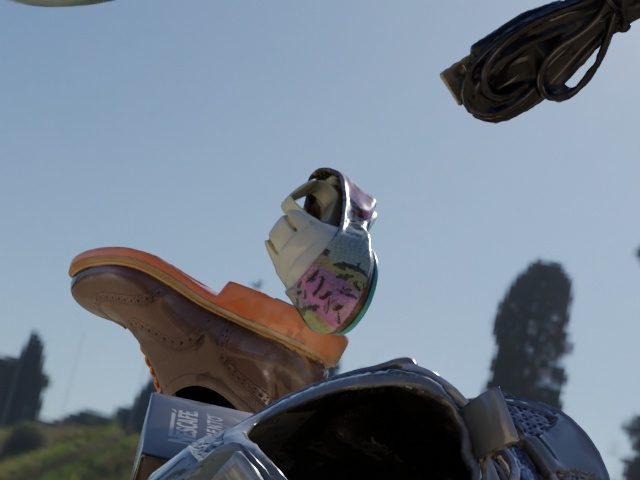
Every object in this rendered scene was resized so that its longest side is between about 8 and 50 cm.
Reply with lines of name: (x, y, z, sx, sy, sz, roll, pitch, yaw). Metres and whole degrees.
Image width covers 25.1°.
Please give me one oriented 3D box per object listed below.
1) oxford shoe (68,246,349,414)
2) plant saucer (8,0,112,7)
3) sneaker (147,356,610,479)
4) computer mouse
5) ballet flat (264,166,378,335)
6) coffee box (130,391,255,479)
oxford shoe: (-0.142, 0.097, 1.402, 0.363, 0.133, 0.130, 14, -13, 45)
plant saucer: (-0.162, -0.192, 0.981, 0.195, 0.037, 0.195, -5, 26, 2)
sneaker: (0.035, 0.090, 0.441, 0.105, 0.115, 0.281, 49, 27, 19)
computer mouse: (0.102, -0.201, 0.746, 0.188, 0.072, 0.272, -32, -48, 7)
ballet flat: (0.000, 0.000, 1.081, 0.079, 0.077, 0.221, 41, 19, -12)
coffee box: (0.004, 0.179, 0.868, 0.246, 0.098, 0.141, 13, 8, -6)
